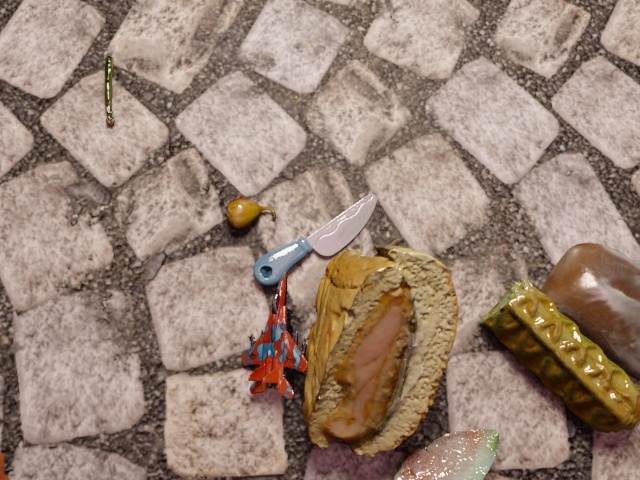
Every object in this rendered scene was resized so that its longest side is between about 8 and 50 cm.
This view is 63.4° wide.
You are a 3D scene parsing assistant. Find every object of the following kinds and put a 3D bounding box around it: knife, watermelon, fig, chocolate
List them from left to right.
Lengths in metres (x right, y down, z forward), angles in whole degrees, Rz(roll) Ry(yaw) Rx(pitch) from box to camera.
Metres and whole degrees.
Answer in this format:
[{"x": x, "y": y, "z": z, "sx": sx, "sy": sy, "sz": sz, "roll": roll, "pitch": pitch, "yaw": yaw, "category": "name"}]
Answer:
[{"x": -0.114, "y": -0.045, "z": 0.850, "sx": 0.083, "sy": 0.050, "sz": 0.050, "roll": -2, "pitch": 79, "yaw": -22, "category": "fig"}, {"x": 0.001, "y": 0.002, "z": 0.853, "sx": 0.244, "sy": 0.032, "sz": 0.058, "roll": -30, "pitch": 80, "yaw": -10, "category": "knife"}, {"x": 0.194, "y": 0.343, "z": 0.775, "sx": 0.180, "sy": 0.081, "sz": 0.094, "roll": -18, "pitch": 64, "yaw": -20, "category": "watermelon"}, {"x": 0.490, "y": 0.111, "z": 0.812, "sx": 0.254, "sy": 0.080, "sz": 0.157, "roll": 36, "pitch": 81, "yaw": 5, "category": "chocolate"}]

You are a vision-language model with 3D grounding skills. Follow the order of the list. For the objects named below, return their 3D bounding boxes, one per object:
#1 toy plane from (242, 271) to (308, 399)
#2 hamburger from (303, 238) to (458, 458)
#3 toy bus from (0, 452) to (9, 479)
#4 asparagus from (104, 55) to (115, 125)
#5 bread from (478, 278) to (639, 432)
[{"x": -0.063, "y": 0.143, "z": 0.800, "sx": 0.130, "sy": 0.061, "sz": 0.189, "roll": -5, "pitch": 64, "yaw": 37, "category": "toy plane"}, {"x": 0.075, "y": 0.122, "z": 0.749, "sx": 0.162, "sy": 0.209, "sz": 0.329, "roll": 9, "pitch": 116, "yaw": -8, "category": "hamburger"}, {"x": -0.627, "y": 0.428, "z": 0.675, "sx": 0.427, "sy": 0.203, "sz": 0.232, "roll": -7, "pitch": 75, "yaw": 0, "category": "toy bus"}, {"x": -0.364, "y": -0.257, "z": 0.894, "sx": 0.018, "sy": 0.015, "sz": 0.127, "roll": -5, "pitch": 80, "yaw": 0, "category": "asparagus"}, {"x": 0.374, "y": 0.181, "z": 0.794, "sx": 0.098, "sy": 0.087, "sz": 0.269, "roll": -43, "pitch": 83, "yaw": -9, "category": "bread"}]
